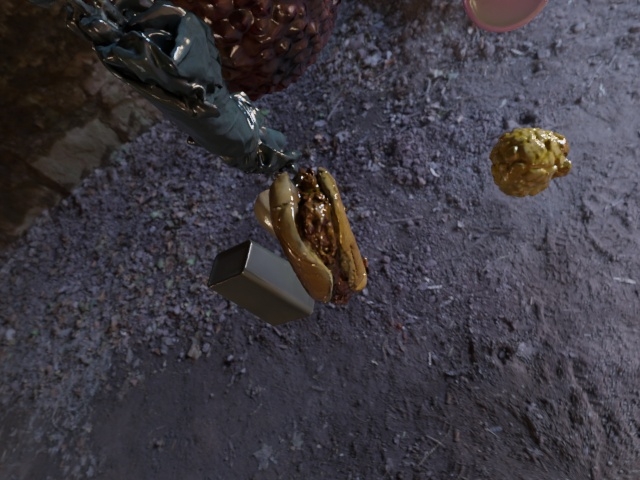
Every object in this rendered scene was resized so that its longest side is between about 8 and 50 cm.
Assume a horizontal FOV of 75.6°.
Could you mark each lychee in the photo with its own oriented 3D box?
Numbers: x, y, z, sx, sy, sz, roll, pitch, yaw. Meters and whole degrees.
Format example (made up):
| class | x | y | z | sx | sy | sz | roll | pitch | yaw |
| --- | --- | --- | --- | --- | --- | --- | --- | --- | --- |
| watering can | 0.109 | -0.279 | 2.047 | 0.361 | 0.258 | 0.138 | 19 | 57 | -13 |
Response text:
| class | x | y | z | sx | sy | sz | roll | pitch | yaw |
| --- | --- | --- | --- | --- | --- | --- | --- | --- | --- |
| lychee | -0.143 | -0.453 | 0.701 | 0.500 | 0.425 | 0.425 | -2 | 54 | -8 |

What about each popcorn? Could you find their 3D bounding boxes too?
| class | x | y | z | sx | sy | sz | roll | pitch | yaw |
| --- | --- | --- | --- | --- | --- | --- | --- | --- | --- |
| popcorn | 0.470 | -0.175 | 0.935 | 0.180 | 0.180 | 0.170 | 27 | 64 | 41 |

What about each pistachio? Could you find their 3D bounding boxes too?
| class | x | y | z | sx | sy | sz | roll | pitch | yaw |
| --- | --- | --- | --- | --- | --- | --- | --- | --- | --- |
| pistachio | -0.103 | -0.055 | 1.163 | 0.117 | 0.200 | 0.145 | -41 | 6 | 18 |

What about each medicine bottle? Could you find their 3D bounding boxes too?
| class | x | y | z | sx | sy | sz | roll | pitch | yaw |
| --- | --- | --- | --- | --- | --- | --- | --- | --- | --- |
| medicine bottle | 0.414 | -0.604 | 0.919 | 0.178 | 0.178 | 0.291 | -8 | 41 | 29 |

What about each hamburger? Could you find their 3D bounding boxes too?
| class | x | y | z | sx | sy | sz | roll | pitch | yaw |
| --- | --- | --- | --- | --- | --- | --- | --- | --- | --- |
| hamburger | 0.000 | 0.000 | 0.831 | 0.155 | 0.245 | 0.282 | -19 | 82 | 5 |

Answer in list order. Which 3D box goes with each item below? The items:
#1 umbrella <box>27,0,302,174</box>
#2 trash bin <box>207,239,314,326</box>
| class | x | y | z | sx | sy | sz | roll | pitch | yaw |
| --- | --- | --- | --- | --- | --- | --- | --- | --- | --- |
| umbrella | -0.127 | -0.154 | 0.401 | 0.143 | 0.349 | 0.094 | 24 | 87 | 21 |
| trash bin | -0.147 | 0.113 | 1.081 | 0.164 | 0.240 | 0.122 | -21 | 46 | 34 |
